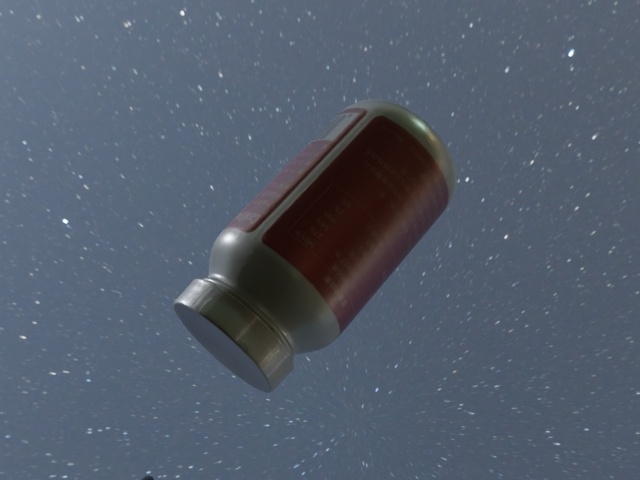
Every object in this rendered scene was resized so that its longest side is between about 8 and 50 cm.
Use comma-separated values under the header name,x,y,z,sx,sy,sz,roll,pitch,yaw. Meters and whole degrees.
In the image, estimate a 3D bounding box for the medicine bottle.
name,x,y,z,sx,sy,sz,roll,pitch,yaw
medicine bottle,0.000,0.000,0.628,0.131,0.131,0.250,38,-112,11

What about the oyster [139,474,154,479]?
name,x,y,z,sx,sy,sz,roll,pitch,yaw
oyster,-0.148,0.199,0.488,0.086,0.132,0.029,3,-75,-12
